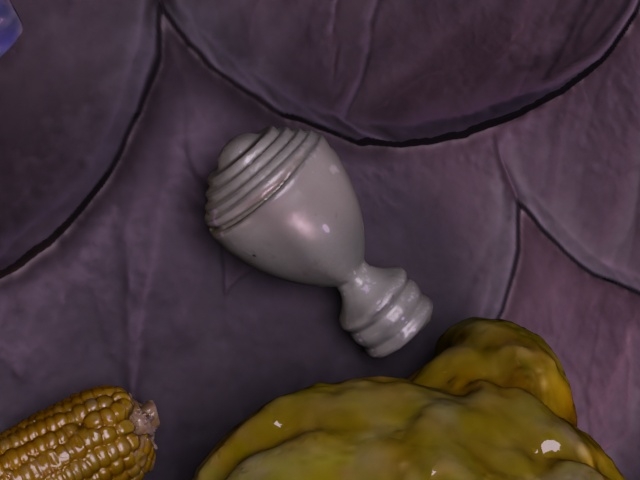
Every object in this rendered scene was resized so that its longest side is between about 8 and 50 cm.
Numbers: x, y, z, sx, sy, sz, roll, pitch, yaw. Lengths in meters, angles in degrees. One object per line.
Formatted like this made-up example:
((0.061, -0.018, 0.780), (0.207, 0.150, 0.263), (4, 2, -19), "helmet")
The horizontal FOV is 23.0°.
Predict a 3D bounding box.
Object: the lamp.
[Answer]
((0.000, 0.000, 1.119), (0.193, 0.106, 0.106), (46, 74, -12), "lamp")

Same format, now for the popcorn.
((0.065, 0.209, 1.016), (0.334, 0.294, 0.292), (-11, 87, -35), "popcorn")

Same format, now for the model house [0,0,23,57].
((-0.354, -0.135, 0.961), (0.321, 0.266, 0.261), (-44, 98, -16), "model house")

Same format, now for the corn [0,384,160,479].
((-0.212, 0.169, 1.048), (0.238, 0.080, 0.080), (-28, 90, -16), "corn")
